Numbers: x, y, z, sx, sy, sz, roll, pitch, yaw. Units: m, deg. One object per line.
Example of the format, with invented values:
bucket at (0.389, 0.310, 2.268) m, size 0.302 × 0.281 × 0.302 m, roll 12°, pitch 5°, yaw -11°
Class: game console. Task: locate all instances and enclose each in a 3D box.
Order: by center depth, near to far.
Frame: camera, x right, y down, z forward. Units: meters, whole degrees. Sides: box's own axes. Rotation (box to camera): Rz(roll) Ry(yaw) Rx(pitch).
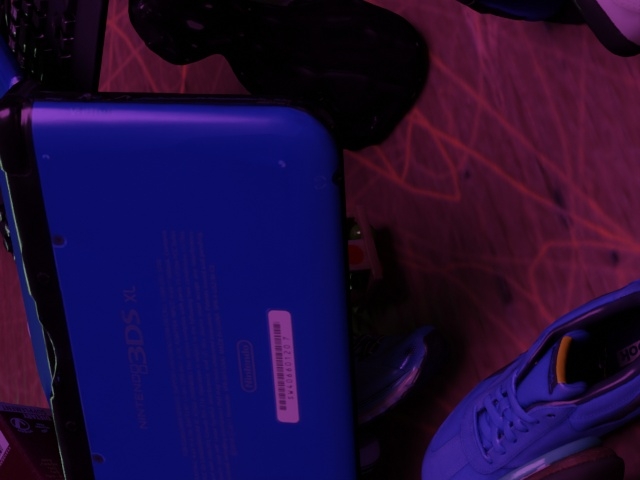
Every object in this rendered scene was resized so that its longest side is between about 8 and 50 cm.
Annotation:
game console at (-0.095, 0.020, 0.793) m, size 0.250 × 0.173 × 0.293 m, roll 2°, pitch 121°, yaw 10°

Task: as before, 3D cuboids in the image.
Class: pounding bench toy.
pounding bench toy at (0.000, 0.000, 0.846) m, size 0.052 × 0.065 × 0.083 m, roll 115°, pitch 146°, yaw -59°

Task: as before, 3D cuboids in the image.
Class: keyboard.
keyboard at (-0.192, -0.113, 0.885) m, size 0.201 × 0.033 × 0.317 m, roll 60°, pitch 147°, yaw 36°

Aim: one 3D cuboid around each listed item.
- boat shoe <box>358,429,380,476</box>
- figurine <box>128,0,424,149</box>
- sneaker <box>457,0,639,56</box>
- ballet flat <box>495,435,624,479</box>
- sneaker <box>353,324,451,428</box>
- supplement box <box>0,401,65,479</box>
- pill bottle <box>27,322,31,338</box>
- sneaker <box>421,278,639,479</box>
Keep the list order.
boat shoe at (-0.015, 0.146, 0.848) m, size 0.142 × 0.049 × 0.040 m, roll -14°, pitch 96°, yaw 42°
figurine at (-0.066, -0.168, 0.853) m, size 0.092 × 0.209 × 0.215 m, roll -52°, pitch 49°, yaw 21°
sneaker at (0.127, -0.223, 0.736) m, size 0.182 × 0.127 × 0.315 m, roll -38°, pitch 57°, yaw 30°
ballet flat at (0.070, 0.196, 0.723) m, size 0.280 × 0.095 × 0.096 m, roll -40°, pitch 64°, yaw 43°
sneaker at (0.004, 0.076, 0.811) m, size 0.162 × 0.063 × 0.073 m, roll -22°, pitch 94°, yaw 39°
supplement box at (-0.131, 0.206, 0.882) m, size 0.239 × 0.130 × 0.073 m, roll 43°, pitch 110°, yaw 41°
pill bottle at (-0.147, 0.035, 0.978) m, size 0.137 × 0.078 × 0.078 m, roll -40°, pitch 55°, yaw 31°
sneaker at (0.115, 0.080, 0.706) m, size 0.209 × 0.082 × 0.069 m, roll -39°, pitch 57°, yaw 33°
